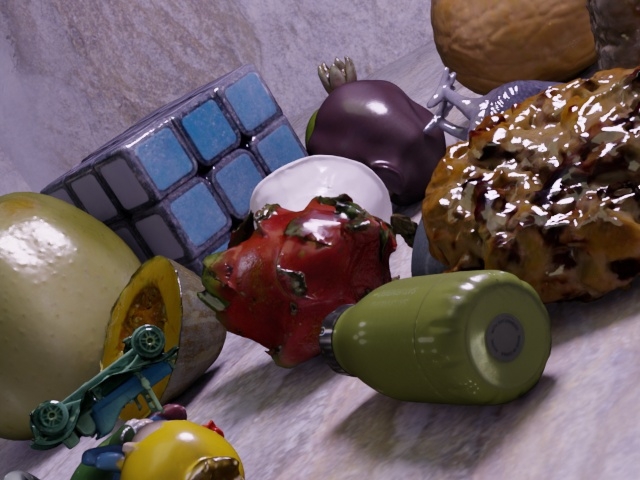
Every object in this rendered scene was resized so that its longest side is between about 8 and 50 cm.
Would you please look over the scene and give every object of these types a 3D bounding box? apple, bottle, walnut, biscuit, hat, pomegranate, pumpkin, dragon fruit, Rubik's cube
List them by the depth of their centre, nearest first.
[{"bbox_3d":[0.086,0.087,1.117,0.112,0.112,0.260,-38,13,-26],"label":"bottle"},{"bbox_3d":[0.242,-0.065,1.174,0.334,0.081,0.289,-6,42,33],"label":"biscuit"},{"bbox_3d":[-0.034,0.027,1.450,0.269,0.198,0.200,29,100,45],"label":"dragon fruit"},{"bbox_3d":[0.000,0.000,1.625,0.203,0.203,0.126,-29,27,13],"label":"hat"},{"bbox_3d":[-0.195,0.129,1.648,0.110,0.217,0.217,8,-15,-35],"label":"pumpkin"},{"bbox_3d":[-0.414,0.107,1.838,0.357,0.357,0.357,-31,12,7],"label":"apple"},{"bbox_3d":[0.335,-0.380,2.013,0.333,0.333,0.333,-31,12,7],"label":"walnut"},{"bbox_3d":[-0.208,-0.060,2.024,0.303,0.301,0.305,-17,19,50],"label":"Rubik's cube"},{"bbox_3d":[0.054,-0.193,2.095,0.187,0.225,0.187,-16,13,4],"label":"pomegranate"}]

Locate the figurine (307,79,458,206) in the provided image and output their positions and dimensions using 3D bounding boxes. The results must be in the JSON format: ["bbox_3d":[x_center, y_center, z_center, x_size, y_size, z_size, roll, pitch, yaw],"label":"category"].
[{"bbox_3d":[0.042,-0.063,1.832,0.365,0.206,0.218,-59,-6,-10],"label":"figurine"}]

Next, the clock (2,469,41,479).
[{"bbox_3d":[-0.323,0.317,1.113,0.243,0.146,0.199,-35,42,0],"label":"clock"}]

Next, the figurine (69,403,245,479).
[{"bbox_3d":[-0.129,0.212,1.178,0.185,0.127,0.234,-32,-2,-45],"label":"figurine"}]

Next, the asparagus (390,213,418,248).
[{"bbox_3d":[0.112,-0.003,1.465,0.027,0.034,0.236,-39,-13,6],"label":"asparagus"}]

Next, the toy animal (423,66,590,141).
[{"bbox_3d":[0.222,-0.155,1.706,0.367,0.081,0.206,-35,48,-19],"label":"toy animal"}]

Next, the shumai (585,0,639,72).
[{"bbox_3d":[0.447,-0.318,1.518,0.262,0.314,0.267,-13,32,12],"label":"shumai"}]

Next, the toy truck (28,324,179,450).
[{"bbox_3d":[-0.195,0.149,1.163,0.154,0.078,0.080,-38,0,-21],"label":"toy truck"}]

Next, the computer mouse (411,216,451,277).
[{"bbox_3d":[0.225,-0.062,1.375,0.203,0.114,0.374,-20,16,46],"label":"computer mouse"}]
